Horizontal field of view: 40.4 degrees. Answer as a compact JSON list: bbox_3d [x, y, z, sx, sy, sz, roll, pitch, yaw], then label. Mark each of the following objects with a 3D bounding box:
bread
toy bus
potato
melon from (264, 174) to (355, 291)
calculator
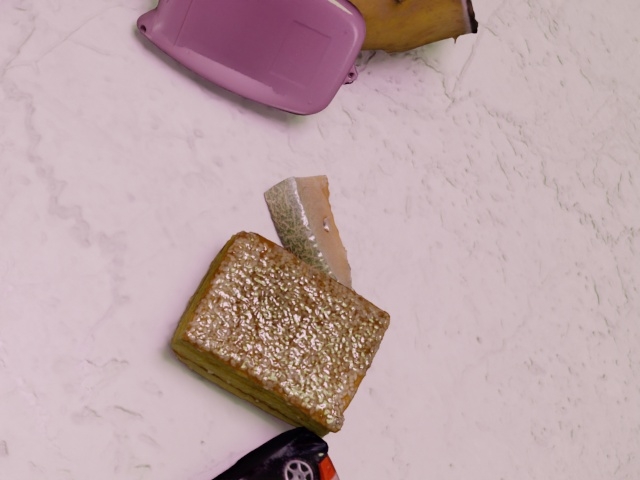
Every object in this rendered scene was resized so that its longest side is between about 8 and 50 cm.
[{"bbox_3d":[-0.051,0.116,1.093,0.234,0.110,0.184,33,58,-11],"label":"bread"},{"bbox_3d":[-0.101,0.346,0.990,0.303,0.127,0.147,-28,94,-34],"label":"toy bus"},{"bbox_3d":[0.067,-0.421,1.275,0.397,0.296,0.289,-84,162,-57],"label":"potato"},{"bbox_3d":[-0.006,-0.001,1.202,0.098,0.054,0.182,-7,78,-46],"label":"melon"},{"bbox_3d":[-0.084,-0.273,1.131,0.294,0.194,0.043,24,31,-10],"label":"calculator"}]
